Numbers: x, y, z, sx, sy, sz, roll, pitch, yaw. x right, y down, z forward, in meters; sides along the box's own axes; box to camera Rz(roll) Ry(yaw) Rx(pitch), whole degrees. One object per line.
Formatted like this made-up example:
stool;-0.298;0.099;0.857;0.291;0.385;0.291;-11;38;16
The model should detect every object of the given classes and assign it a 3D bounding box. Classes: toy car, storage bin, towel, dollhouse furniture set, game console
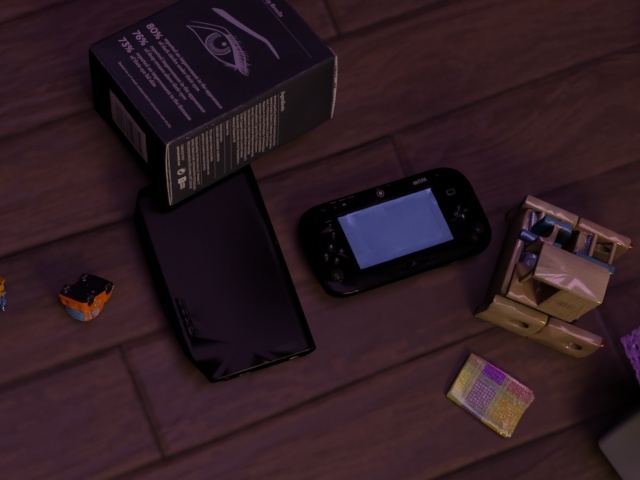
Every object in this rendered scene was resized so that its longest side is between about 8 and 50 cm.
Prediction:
toy car;-0.270;0.053;1.721;0.122;0.060;0.041;11;116;6
storage bin;0.354;0.222;1.797;0.091;0.098;0.135;-36;86;13
towel;0.178;0.163;1.808;0.083;0.009;0.060;34;70;-2
dollhouse furniture set;0.262;0.025;1.774;0.129;0.184;0.129;22;71;-7
game console;0.000;0.000;1.790;0.361;0.044;0.213;-17;80;-19

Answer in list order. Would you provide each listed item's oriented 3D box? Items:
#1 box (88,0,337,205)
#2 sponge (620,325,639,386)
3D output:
box;-0.107;-0.159;1.750;0.207;0.108;0.153;-28;62;-20
sponge;0.395;0.164;1.773;0.210;0.031;0.117;22;39;-42
